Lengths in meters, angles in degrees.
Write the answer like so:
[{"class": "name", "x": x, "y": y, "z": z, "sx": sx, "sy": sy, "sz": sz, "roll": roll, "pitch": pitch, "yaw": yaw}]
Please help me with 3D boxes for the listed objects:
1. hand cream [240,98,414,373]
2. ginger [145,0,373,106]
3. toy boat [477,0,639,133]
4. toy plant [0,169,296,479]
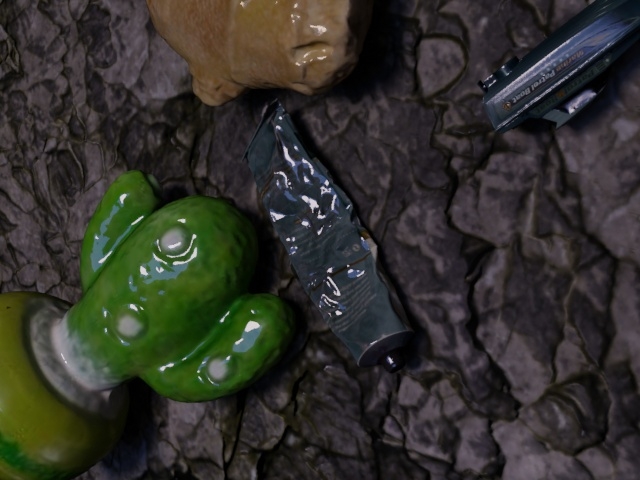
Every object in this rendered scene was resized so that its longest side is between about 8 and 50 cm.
[{"class": "hand cream", "x": 0.000, "y": 0.000, "z": 0.674, "sx": 0.075, "sy": 0.052, "sz": 0.248, "roll": -41, "pitch": 68, "yaw": 26}, {"class": "ginger", "x": -0.090, "y": -0.238, "z": 0.696, "sx": 0.354, "sy": 0.126, "sz": 0.190, "roll": 51, "pitch": 125, "yaw": 26}, {"class": "toy boat", "x": 0.176, "y": -0.123, "z": 0.553, "sx": 0.141, "sy": 0.055, "sz": 0.060, "roll": -37, "pitch": 93, "yaw": 28}, {"class": "toy plant", "x": -0.183, "y": 0.075, "z": 0.751, "sx": 0.316, "sy": 0.184, "sz": 0.224, "roll": -33, "pitch": 77, "yaw": 13}]
